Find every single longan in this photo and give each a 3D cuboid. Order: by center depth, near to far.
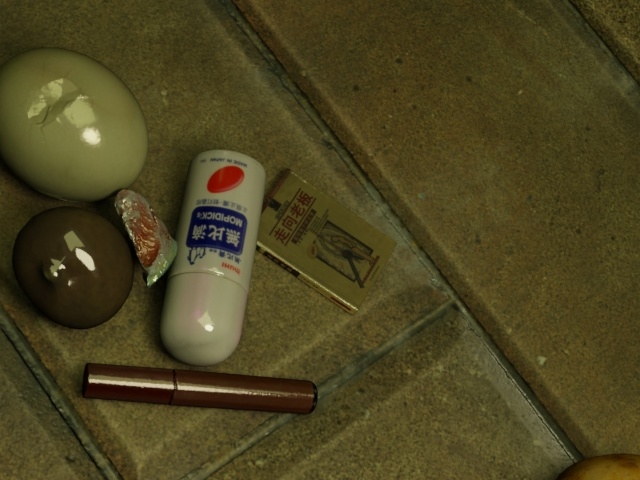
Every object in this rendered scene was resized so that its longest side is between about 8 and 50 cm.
[{"bbox_3d":[-0.363,0.038,1.815,0.189,0.189,0.189,9,62,-17],"label":"longan"}]

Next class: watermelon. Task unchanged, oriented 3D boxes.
[{"bbox_3d":[-0.265,-0.016,1.863,0.071,0.139,0.187,-25,33,-6],"label":"watermelon"}]

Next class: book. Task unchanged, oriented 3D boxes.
[{"bbox_3d":[0.000,0.000,2.057,0.231,0.026,0.161,34,58,-2],"label":"book"}]

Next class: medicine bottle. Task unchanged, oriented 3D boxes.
[{"bbox_3d":[-0.169,0.033,1.914,0.130,0.130,0.341,15,61,-14],"label":"medicine bottle"}]

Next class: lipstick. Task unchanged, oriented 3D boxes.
[{"bbox_3d":[-0.178,0.225,1.858,0.356,0.057,0.057,6,63,-19],"label":"lipstick"}]

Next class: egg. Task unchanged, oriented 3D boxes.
[{"bbox_3d":[-0.388,-0.176,1.881,0.269,0.219,0.219,34,57,13],"label":"egg"}]

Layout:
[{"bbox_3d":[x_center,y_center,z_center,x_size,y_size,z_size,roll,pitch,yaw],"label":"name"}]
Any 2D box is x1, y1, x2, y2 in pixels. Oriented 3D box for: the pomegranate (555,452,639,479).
[{"bbox_3d":[0.464,0.451,1.890,0.260,0.260,0.260,9,62,-17],"label":"pomegranate"}]
